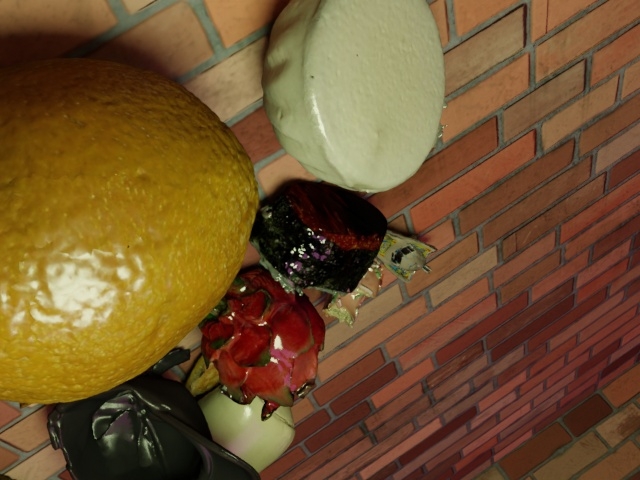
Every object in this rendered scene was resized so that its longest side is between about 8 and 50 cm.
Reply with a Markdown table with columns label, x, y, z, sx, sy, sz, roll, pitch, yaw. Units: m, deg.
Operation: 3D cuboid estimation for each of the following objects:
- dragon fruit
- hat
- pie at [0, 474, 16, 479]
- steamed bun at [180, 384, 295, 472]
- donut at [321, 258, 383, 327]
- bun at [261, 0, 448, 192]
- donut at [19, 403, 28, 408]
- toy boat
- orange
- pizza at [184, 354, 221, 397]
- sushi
| label | x | y | z | sx | sy | sz | roll | pitch | yaw |
| --- | --- | --- | --- | --- | --- | --- | --- | --- | --- |
| dragon fruit | -0.083 | 0.159 | 1.183 | 0.193 | 0.192 | 0.274 | -42 | 128 | -7 |
| hat | -0.232 | 0.310 | 1.205 | 0.209 | 0.336 | 0.238 | -53 | 160 | -68 |
| pie | -0.475 | 0.490 | 1.154 | 0.103 | 0.288 | 0.355 | -28 | 150 | -1 |
| steamed bun | -0.140 | 0.342 | 1.373 | 0.200 | 0.155 | 0.250 | -35 | 164 | -3 |
| donut | 0.061 | 0.071 | 1.295 | 0.065 | 0.117 | 0.166 | 23 | 155 | -9 |
| bun | 0.015 | -0.188 | 0.914 | 0.263 | 0.175 | 0.263 | -9 | 101 | -49 |
| donut | -0.277 | 0.113 | 0.964 | 0.253 | 0.118 | 0.253 | -39 | 180 | 0 |
| toy boat | 0.126 | 0.015 | 1.328 | 0.084 | 0.066 | 0.210 | -48 | 144 | 13 |
| orange | -0.231 | -0.016 | 0.736 | 0.357 | 0.322 | 0.322 | -26 | 146 | -36 |
| pizza | -0.170 | 0.206 | 1.312 | 0.160 | 0.036 | 0.099 | -48 | 149 | 15 |
| sushi | 0.000 | 0.000 | 1.136 | 0.225 | 0.136 | 0.126 | 2 | 133 | -53 |
